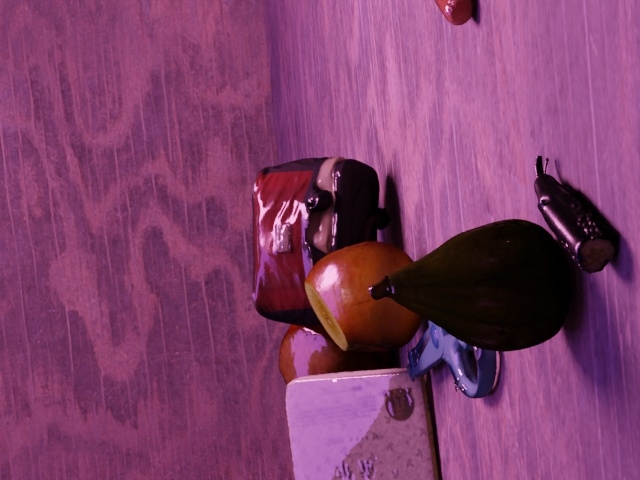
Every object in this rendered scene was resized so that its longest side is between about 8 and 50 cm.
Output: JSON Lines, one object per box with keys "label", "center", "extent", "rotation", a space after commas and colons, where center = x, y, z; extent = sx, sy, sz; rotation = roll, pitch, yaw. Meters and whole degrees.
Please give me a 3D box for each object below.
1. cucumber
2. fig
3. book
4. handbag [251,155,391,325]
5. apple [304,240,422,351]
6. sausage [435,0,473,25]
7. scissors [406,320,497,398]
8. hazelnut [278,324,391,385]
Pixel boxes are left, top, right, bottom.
{"label": "cucumber", "center": [0.199, -0.024, 1.015], "extent": [0.163, 0.039, 0.043], "rotation": [-114, 41, -64]}
{"label": "fig", "center": [0.132, 0.040, 1.063], "extent": [0.117, 0.178, 0.117], "rotation": [179, 90, -65]}
{"label": "book", "center": [0.067, 0.360, 1.755], "extent": [0.035, 0.239, 0.352], "rotation": [2, -101, -55]}
{"label": "handbag", "center": [0.000, 0.000, 1.853], "extent": [0.181, 0.182, 0.254], "rotation": [15, -107, -63]}
{"label": "apple", "center": [0.062, 0.082, 1.679], "extent": [0.146, 0.163, 0.147], "rotation": [54, -156, -70]}
{"label": "sausage", "center": [0.141, -0.256, 1.317], "extent": [0.083, 0.034, 0.034], "rotation": [-106, 13, -60]}
{"label": "scissors", "center": [0.154, 0.121, 1.505], "extent": [0.393, 0.032, 0.180], "rotation": [111, 152, -72]}
{"label": "hazelnut", "center": [0.025, 0.186, 1.994], "extent": [0.210, 0.186, 0.210], "rotation": [157, 90, -80]}
